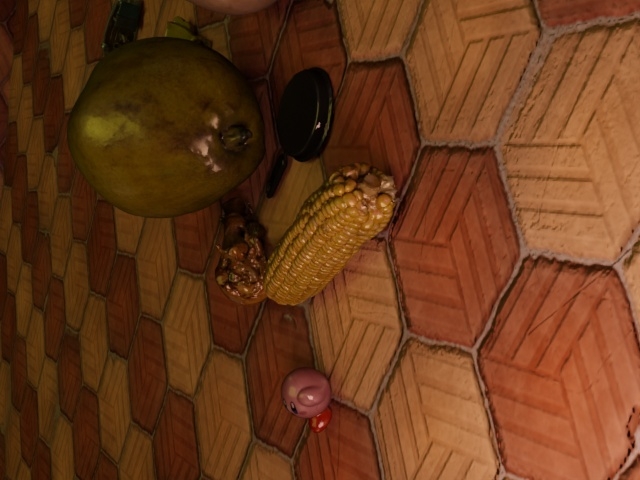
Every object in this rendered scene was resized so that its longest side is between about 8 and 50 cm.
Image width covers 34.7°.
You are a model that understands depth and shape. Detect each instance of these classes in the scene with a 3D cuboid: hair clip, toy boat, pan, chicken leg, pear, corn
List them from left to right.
[{"bbox_3d":[-0.432,-0.452,2.223,0.059,0.069,0.173,-118,46,-58],"label":"toy boat"},{"bbox_3d":[-0.224,-0.173,1.593,0.375,0.287,0.287,10,96,46],"label":"pear"},{"bbox_3d":[-0.250,-0.370,1.891,0.173,0.046,0.072,36,109,57],"label":"hair clip"},{"bbox_3d":[-0.124,0.007,1.562,0.101,0.085,0.207,73,-177,-49],"label":"chicken leg"},{"bbox_3d":[-0.043,-0.146,1.484,0.235,0.028,0.136,-60,37,40],"label":"pan"},{"bbox_3d":[0.000,0.000,1.316,0.292,0.101,0.101,-48,46,52],"label":"corn"}]

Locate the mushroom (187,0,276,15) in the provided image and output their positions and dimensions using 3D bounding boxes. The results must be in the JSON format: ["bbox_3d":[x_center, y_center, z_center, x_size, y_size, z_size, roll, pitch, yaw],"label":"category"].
[{"bbox_3d":[-0.153,-0.494,1.515,0.290,0.292,0.292,-62,32,8],"label":"mushroom"}]

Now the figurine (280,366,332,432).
[{"bbox_3d":[-0.020,0.200,1.352,0.067,0.071,0.083,-46,36,-13],"label":"figurine"}]
